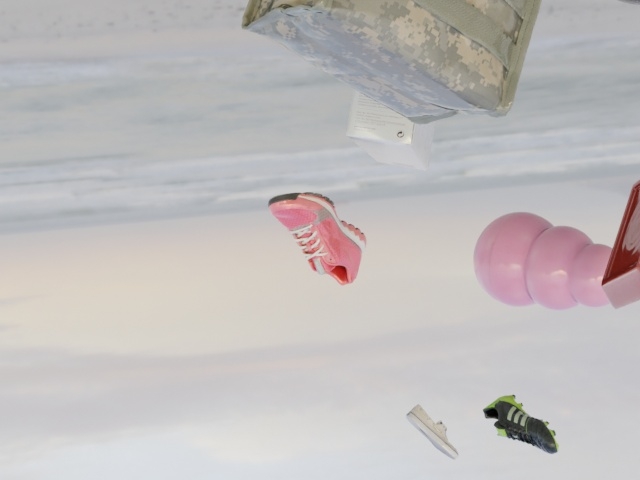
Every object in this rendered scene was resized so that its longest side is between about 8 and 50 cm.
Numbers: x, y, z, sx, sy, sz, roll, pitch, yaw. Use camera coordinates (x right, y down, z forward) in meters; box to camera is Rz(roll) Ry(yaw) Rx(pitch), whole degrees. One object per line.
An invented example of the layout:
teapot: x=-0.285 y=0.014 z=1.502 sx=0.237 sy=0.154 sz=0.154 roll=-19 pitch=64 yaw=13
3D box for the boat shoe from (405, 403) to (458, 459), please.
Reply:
boat shoe: x=0.177 y=0.291 z=1.417 sx=0.035 sy=0.100 sz=0.035 roll=-45 pitch=169 yaw=-16

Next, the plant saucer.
plant saucer: x=0.559 y=-0.023 z=1.586 sx=0.048 sy=0.259 sz=0.258 roll=21 pitch=170 yaw=4

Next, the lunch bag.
lunch bag: x=0.096 y=-0.286 z=0.884 sx=0.235 sy=0.286 sz=0.169 roll=24 pitch=169 yaw=-32

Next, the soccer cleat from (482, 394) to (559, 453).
soccer cleat: x=0.355 y=0.335 z=1.643 sx=0.072 sy=0.060 sz=0.179 roll=-25 pitch=-156 yaw=-13

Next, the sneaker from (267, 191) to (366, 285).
sneaker: x=0.001 y=0.000 z=2.058 sx=0.116 sy=0.136 sz=0.314 roll=-15 pitch=146 yaw=34

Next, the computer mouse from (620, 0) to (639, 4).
computer mouse: x=0.409 y=-0.330 z=1.069 sx=0.184 sy=0.060 sz=0.262 roll=15 pitch=-130 yaw=9

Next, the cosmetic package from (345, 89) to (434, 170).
cosmetic package: x=0.127 y=-0.263 z=1.357 sx=0.098 sy=0.284 sz=0.377 roll=11 pitch=-179 yaw=10

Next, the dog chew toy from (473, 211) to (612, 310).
dog chew toy: x=0.485 y=0.054 z=1.935 sx=0.207 sy=0.206 sz=0.332 roll=-7 pitch=-166 yaw=-42
